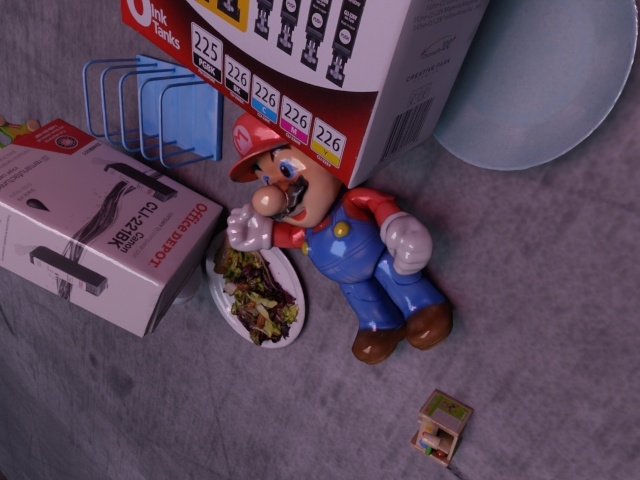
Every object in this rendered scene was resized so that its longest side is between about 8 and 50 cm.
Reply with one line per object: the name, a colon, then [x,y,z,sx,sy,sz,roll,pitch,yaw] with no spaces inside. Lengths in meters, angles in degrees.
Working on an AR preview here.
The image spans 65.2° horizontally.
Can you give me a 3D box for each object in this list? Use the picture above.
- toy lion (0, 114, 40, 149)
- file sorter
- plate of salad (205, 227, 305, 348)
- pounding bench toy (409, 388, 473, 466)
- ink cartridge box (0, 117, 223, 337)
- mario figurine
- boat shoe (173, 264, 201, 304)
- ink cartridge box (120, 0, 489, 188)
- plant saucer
toy lion: [-0.584,-0.188,0.969,0.034,0.100,0.096,-12,82,38]
file sorter: [-0.234,-0.182,0.701,0.170,0.104,0.118,23,122,27]
plate of salad: [-0.109,0.077,0.752,0.200,0.048,0.199,14,116,31]
pounding bench toy: [0.140,0.239,0.608,0.052,0.083,0.065,24,121,27]
ink cartridge box: [-0.300,-0.023,0.681,0.273,0.197,0.114,29,125,-6]
mario figurine: [0.000,0.000,0.551,0.198,0.170,0.320,-35,95,6]
boat shoe: [-0.309,-0.002,0.832,0.301,0.108,0.102,47,131,14]
ink cartridge box: [-0.022,-0.246,0.389,0.309,0.130,0.271,38,139,21]
plant saucer: [0.169,-0.160,0.436,0.195,0.037,0.194,15,111,42]
